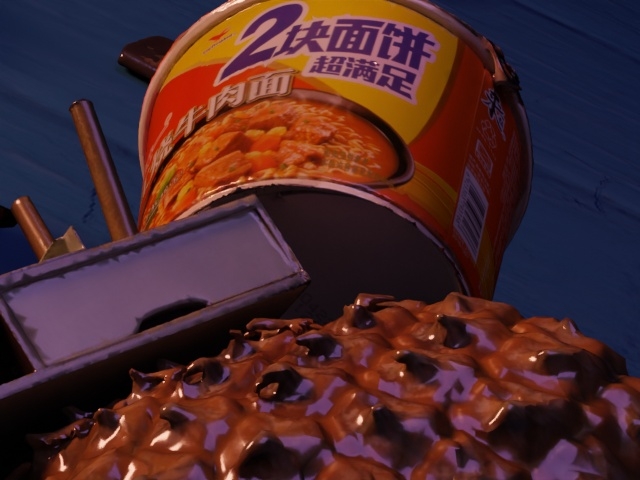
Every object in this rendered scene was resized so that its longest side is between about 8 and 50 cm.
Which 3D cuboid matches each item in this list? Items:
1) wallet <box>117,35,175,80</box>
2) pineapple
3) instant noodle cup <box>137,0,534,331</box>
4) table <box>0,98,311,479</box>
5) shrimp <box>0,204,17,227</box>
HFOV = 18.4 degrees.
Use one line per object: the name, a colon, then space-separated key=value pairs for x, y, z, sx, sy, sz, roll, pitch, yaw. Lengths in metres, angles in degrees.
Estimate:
wallet: x=-0.058 y=-0.096 z=1.341 sx=0.156 sy=0.018 sz=0.082 roll=29 pitch=22 yaw=11
pineapple: x=-0.057 y=0.130 z=0.632 sx=0.362 sy=0.202 sz=0.202 roll=-8 pitch=38 yaw=-35
instant noodle cup: x=0.000 y=0.000 z=0.966 sx=0.213 sy=0.213 sz=0.174 roll=22 pitch=30 yaw=-7
table: x=-0.143 y=0.035 z=0.702 sx=0.240 sy=0.121 sz=0.111 roll=-20 pitch=70 yaw=-40
shrimp: x=-0.130 y=0.057 z=0.844 sx=0.290 sy=0.054 sz=0.222 roll=20 pitch=32 yaw=-14
